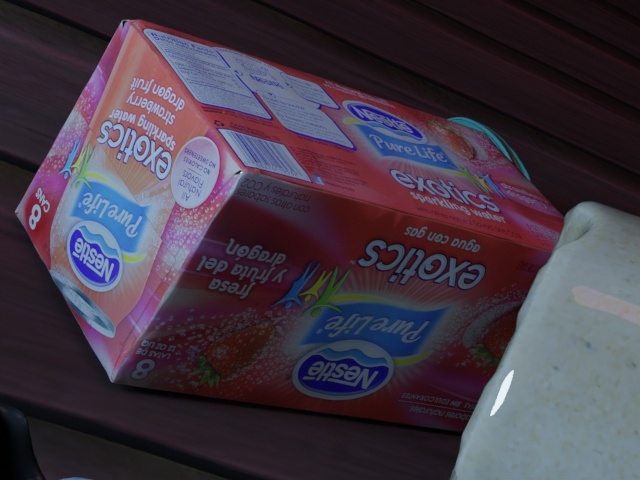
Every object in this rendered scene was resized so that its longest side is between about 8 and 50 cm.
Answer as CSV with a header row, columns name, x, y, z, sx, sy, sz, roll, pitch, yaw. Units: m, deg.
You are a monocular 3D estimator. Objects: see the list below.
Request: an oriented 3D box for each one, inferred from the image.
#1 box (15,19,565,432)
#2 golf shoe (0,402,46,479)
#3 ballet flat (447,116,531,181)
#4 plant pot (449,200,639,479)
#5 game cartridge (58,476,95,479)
name,x,y,z,sx,sy,sz,roll,pitch,yaw
box,0.000,0.000,0.962,0.300,0.142,0.154,13,30,-43
golf shoe,-0.107,0.141,0.582,0.077,0.094,0.198,12,32,-46
ballet flat,0.151,0.000,1.288,0.087,0.083,0.247,48,8,-41
plant pot,0.216,0.139,0.796,0.305,0.333,0.334,25,20,9
game cartridge,0.017,0.204,0.491,0.294,0.060,0.196,49,0,-15
